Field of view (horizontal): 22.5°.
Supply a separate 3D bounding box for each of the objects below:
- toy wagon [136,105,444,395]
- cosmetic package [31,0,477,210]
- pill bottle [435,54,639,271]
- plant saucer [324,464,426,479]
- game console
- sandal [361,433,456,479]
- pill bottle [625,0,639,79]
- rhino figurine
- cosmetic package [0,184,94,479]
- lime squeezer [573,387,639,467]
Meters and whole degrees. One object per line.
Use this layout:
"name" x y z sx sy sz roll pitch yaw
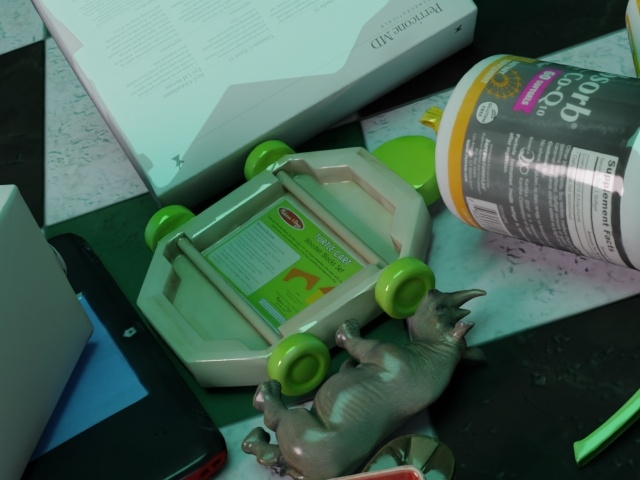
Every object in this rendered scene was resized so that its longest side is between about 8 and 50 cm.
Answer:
"toy wagon" 0.000 0.000 1.504 0.344 0.068 0.267 -34 42 -12
"cosmetic package" -0.072 -0.238 1.664 0.377 0.097 0.284 -31 73 -7
"pill bottle" 0.250 -0.062 1.376 0.278 0.162 0.162 16 55 36
"plant saucer" -0.030 0.311 1.162 0.258 0.048 0.259 -12 63 13
"game console" -0.305 0.170 1.479 0.342 0.060 0.386 -33 42 -9
"sandal" 0.024 0.243 1.240 0.090 0.060 0.219 33 74 29
"pill bottle" 0.347 -0.186 1.494 0.117 0.117 0.208 -13 42 13
"rhino figurine" 0.050 0.118 1.353 0.243 0.073 0.106 -37 42 -16
"cosmetic package" -0.345 0.143 1.342 0.155 0.197 0.365 -2 43 22
"lime squeezer" 0.343 0.092 1.254 0.310 0.059 0.110 -12 42 13
